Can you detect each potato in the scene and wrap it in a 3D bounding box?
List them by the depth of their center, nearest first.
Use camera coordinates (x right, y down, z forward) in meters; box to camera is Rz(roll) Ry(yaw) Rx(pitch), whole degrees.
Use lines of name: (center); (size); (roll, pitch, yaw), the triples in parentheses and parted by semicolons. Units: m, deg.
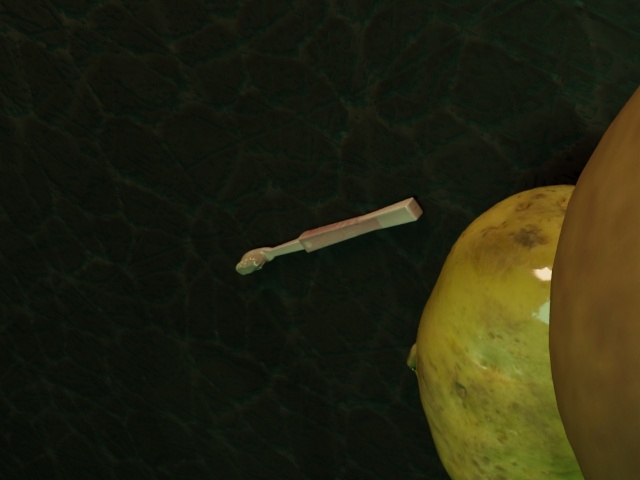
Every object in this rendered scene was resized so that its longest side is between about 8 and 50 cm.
potato: (0.147, 0.073, 0.882); (0.197, 0.148, 0.228); (-1, 123, 28)

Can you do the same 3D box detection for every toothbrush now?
toothbrush: (0.001, -0.001, 1.062); (0.194, 0.017, 0.014); (-19, 114, 46)

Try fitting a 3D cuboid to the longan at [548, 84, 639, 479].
longan: (0.266, 0.018, 0.580); (0.361, 0.361, 0.361); (25, 136, 27)
